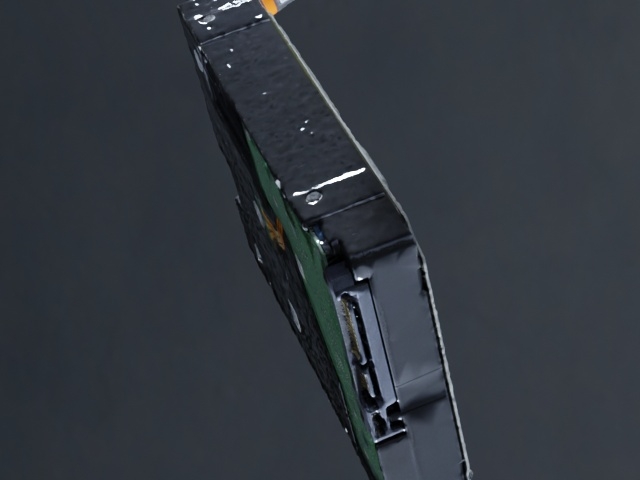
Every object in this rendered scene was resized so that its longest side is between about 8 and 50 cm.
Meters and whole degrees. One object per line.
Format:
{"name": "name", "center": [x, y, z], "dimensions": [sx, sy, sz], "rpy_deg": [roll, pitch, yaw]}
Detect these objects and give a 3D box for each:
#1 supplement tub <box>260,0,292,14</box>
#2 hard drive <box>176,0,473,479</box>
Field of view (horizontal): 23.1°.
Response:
{"name": "supplement tub", "center": [-0.051, -0.304, 1.672], "dimensions": [0.106, 0.198, 0.106], "rpy_deg": [54, 177, 5]}
{"name": "hard drive", "center": [0.000, 0.000, 1.061], "dimensions": [0.339, 0.064, 0.237], "rpy_deg": [-119, 11, -51]}
